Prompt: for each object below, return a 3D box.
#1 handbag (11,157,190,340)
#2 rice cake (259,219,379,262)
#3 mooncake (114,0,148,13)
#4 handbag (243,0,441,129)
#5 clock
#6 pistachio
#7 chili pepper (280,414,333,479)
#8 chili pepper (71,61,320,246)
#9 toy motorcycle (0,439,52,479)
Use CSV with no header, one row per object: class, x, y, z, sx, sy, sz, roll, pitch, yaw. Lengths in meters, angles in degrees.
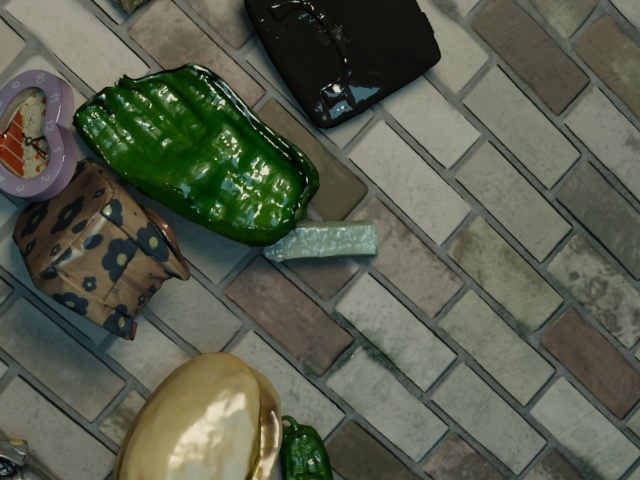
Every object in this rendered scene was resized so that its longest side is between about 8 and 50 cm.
handbag,-0.322,0.012,1.572,0.190,0.251,0.193,-45,120,-3
rice cake,-0.001,0.000,1.720,0.206,0.069,0.063,-2,97,-10
mooncake,-0.285,-0.427,1.608,0.125,0.073,0.130,-40,101,-2
handbag,0.032,-0.335,1.649,0.244,0.088,0.275,-32,120,3
clock,-0.436,-0.148,1.590,0.172,0.064,0.198,-15,72,23
pistachio,-0.192,0.333,1.650,0.238,0.229,0.321,30,82,23
chili pepper,-0.028,0.406,1.762,0.100,0.074,0.257,-7,99,-11
chili pepper,-0.180,-0.132,1.626,0.385,0.167,0.213,32,75,-1
toy motorcycle,-0.475,0.416,1.661,0.307,0.108,0.173,42,82,-15
